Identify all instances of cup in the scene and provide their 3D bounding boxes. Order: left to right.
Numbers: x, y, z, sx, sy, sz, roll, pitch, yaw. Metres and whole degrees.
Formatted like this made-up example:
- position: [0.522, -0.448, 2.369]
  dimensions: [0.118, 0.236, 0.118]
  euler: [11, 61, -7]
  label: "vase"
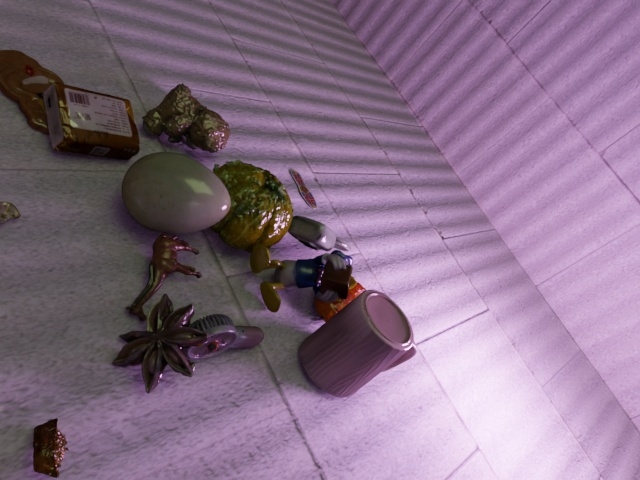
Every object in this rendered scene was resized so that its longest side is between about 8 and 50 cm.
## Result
- position: [0.129, 0.314, 1.448]
  dimensions: [0.288, 0.273, 0.208]
  euler: [39, 29, -8]
  label: "cup"

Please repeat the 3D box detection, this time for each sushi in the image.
- position: [-0.493, 0.379, 0.927]
  dimensions: [0.060, 0.061, 0.118]
  euler: [3, 52, -30]
  label: "sushi"

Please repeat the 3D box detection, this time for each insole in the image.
- position: [-0.065, -0.201, 1.980]
  dimensions: [0.065, 0.006, 0.193]
  euler: [-4, 59, -48]
  label: "insole"

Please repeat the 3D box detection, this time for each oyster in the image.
- position: [-0.731, -0.058, 1.147]
  dimensions: [0.054, 0.019, 0.083]
  euler: [48, 33, 0]
  label: "oyster"

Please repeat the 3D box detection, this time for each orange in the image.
- position: [-0.216, -0.116, 1.561]
  dimensions: [0.300, 0.223, 0.301]
  euler: [14, 46, -45]
  label: "orange"

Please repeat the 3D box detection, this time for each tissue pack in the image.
- position: [-0.633, -0.328, 1.415]
  dimensions: [0.226, 0.092, 0.183]
  euler: [1, 71, -53]
  label: "tissue pack"

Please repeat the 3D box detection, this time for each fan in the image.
- position: [-0.236, 0.245, 1.281]
  dimensions: [0.244, 0.130, 0.074]
  euler: [15, 39, -53]
  label: "fan"

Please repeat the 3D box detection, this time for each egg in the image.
- position: [-0.384, -0.122, 1.357]
  dimensions: [0.296, 0.218, 0.218]
  euler: [15, 35, 11]
  label: "egg"

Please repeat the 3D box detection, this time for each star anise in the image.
- position: [-0.348, 0.236, 1.140]
  dimensions: [0.197, 0.073, 0.212]
  euler: [37, 68, 21]
  label: "star anise"

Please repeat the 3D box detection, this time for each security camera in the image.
- position: [0.000, 0.000, 1.718]
  dimensions: [0.157, 0.080, 0.301]
  euler: [18, -8, 26]
  label: "security camera"

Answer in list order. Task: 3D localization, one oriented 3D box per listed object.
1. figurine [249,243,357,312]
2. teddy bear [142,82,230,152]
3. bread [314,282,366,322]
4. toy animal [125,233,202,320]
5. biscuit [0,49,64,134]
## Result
- position: [0.001, 0.085, 1.542]
  dimensions: [0.338, 0.284, 0.204]
  euler: [-14, 102, -47]
  label: "figurine"
- position: [-0.418, -0.390, 1.680]
  dimensions: [0.256, 0.156, 0.267]
  euler: [40, 34, -12]
  label: "teddy bear"
- position: [0.067, 0.179, 1.667]
  dimensions: [0.139, 0.095, 0.269]
  euler: [46, 40, 2]
  label: "bread"
- position: [-0.406, 0.089, 1.304]
  dimensions: [0.230, 0.066, 0.224]
  euler: [3, 71, -56]
  label: "toy animal"
- position: [-0.794, -0.422, 1.418]
  dimensions: [0.295, 0.044, 0.186]
  euler: [48, 33, 2]
  label: "biscuit"
